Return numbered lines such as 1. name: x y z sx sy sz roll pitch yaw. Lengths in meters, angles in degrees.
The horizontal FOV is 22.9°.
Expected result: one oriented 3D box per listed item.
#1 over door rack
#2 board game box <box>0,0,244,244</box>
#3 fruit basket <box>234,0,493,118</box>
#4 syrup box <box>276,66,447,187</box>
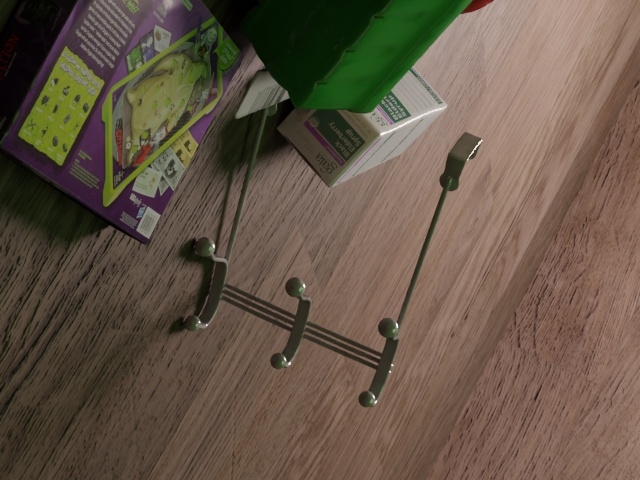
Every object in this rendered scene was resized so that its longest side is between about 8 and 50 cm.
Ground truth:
1. over door rack: 0.000 0.000 1.697 0.324 0.239 0.108 -71 168 19
2. board game box: -0.170 -0.131 1.327 0.208 0.056 0.347 -59 163 -5
3. fruit basket: 0.091 -0.274 1.587 0.353 0.165 0.327 -35 172 -46
4. syrup box: 0.053 -0.145 1.852 0.096 0.093 0.237 -45 173 25
